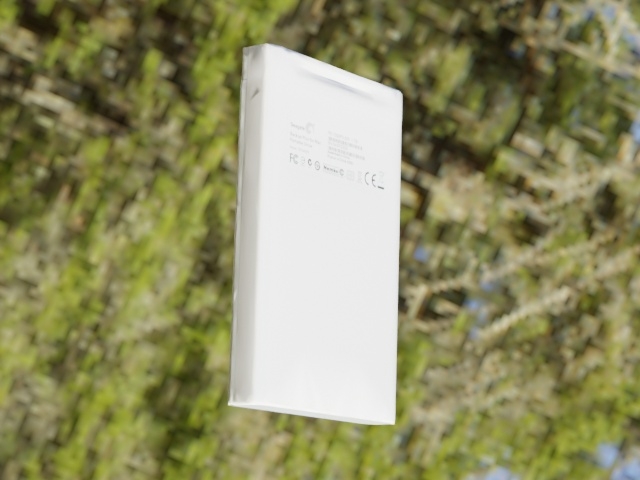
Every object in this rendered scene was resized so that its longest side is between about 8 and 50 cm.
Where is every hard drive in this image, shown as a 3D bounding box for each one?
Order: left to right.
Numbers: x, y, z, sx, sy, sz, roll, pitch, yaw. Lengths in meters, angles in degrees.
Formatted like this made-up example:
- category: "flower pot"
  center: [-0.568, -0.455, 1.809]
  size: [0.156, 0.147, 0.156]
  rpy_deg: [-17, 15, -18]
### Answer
- category: "hard drive"
  center: [0.000, 0.000, 1.686]
  size: [0.040, 0.203, 0.307]
  rpy_deg: [-5, -102, 37]
